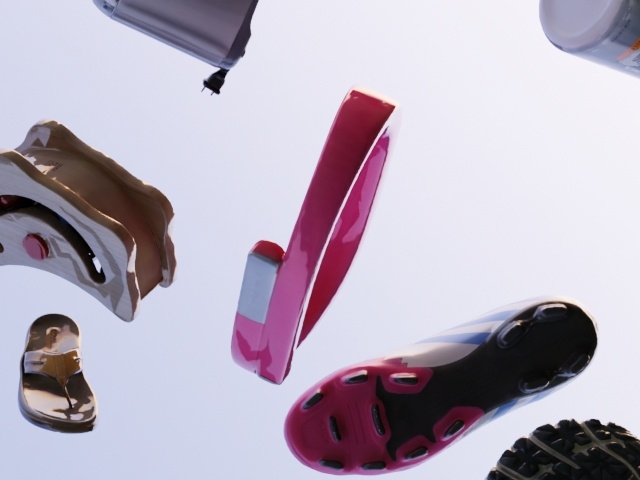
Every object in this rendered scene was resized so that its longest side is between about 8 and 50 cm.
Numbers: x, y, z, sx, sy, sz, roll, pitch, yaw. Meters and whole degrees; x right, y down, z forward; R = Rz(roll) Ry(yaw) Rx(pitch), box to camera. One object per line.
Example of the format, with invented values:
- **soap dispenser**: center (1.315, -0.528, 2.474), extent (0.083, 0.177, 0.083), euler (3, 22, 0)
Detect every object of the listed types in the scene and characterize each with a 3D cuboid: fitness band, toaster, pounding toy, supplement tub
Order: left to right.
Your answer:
- **pounding toy**: center (-0.279, -0.009, 1.180), extent (0.269, 0.154, 0.155), euler (33, -137, 9)
- **toaster**: center (-0.119, -0.263, 1.168), extent (0.146, 0.227, 0.129), euler (20, -163, -17)
- **fitness band**: center (0.000, 0.000, 1.057), extent (0.054, 0.291, 0.209), euler (27, -128, 9)
- **supplement tub**: center (0.318, -0.221, 1.248), extent (0.190, 0.117, 0.117), euler (10, -116, -36)

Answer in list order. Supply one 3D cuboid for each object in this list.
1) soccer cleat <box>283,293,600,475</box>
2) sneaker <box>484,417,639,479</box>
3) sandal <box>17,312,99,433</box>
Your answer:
- **soccer cleat**: center (0.125, 0.150, 1.278), extent (0.143, 0.331, 0.116), euler (30, -141, -86)
- **sneaker**: center (0.154, 0.252, 1.047), extent (0.283, 0.122, 0.110), euler (-32, -113, -14)
- **sandal**: center (-0.299, 0.141, 1.440), extent (0.090, 0.060, 0.219), euler (2, -148, -12)
